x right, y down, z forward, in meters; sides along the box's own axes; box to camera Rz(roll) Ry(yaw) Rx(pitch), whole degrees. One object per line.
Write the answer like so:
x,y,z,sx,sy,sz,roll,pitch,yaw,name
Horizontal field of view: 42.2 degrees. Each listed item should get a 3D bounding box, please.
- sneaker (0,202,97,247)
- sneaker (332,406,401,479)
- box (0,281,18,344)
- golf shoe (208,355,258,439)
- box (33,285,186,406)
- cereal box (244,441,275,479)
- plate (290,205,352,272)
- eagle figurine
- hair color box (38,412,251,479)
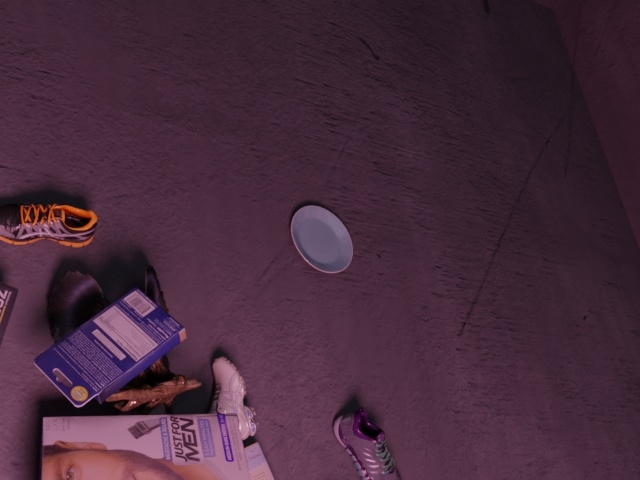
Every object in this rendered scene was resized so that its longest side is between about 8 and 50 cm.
-0.535,-0.041,1.607,0.215,0.083,0.084,3,63,-37,sneaker
0.122,0.469,1.813,0.223,0.098,0.083,51,44,-1,sneaker
-0.694,0.200,1.313,0.318,0.097,0.394,23,51,-25,box
-0.192,0.321,1.674,0.086,0.069,0.176,-13,71,-37,golf shoe
-0.362,0.186,1.428,0.136,0.036,0.225,36,55,26,box
-0.146,0.530,1.590,0.173,0.047,0.240,-13,72,-43,cereal box
0.000,0.000,2.066,0.188,0.024,0.188,20,53,-28,plate
-0.352,0.193,1.568,0.298,0.225,0.226,46,-10,36,eagle figurine
-0.297,0.394,1.399,0.339,0.110,0.185,1,35,-18,hair color box
